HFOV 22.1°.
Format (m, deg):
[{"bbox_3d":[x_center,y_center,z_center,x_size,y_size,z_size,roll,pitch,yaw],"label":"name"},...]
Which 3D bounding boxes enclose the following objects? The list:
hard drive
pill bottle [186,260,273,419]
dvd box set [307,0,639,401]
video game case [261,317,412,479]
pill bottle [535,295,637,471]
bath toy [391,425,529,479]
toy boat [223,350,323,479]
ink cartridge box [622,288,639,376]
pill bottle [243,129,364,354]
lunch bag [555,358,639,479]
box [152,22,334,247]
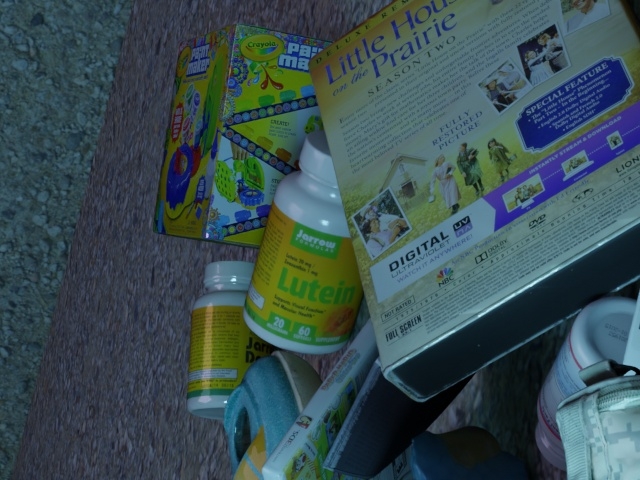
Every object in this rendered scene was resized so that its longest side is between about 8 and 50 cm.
[{"bbox_3d":[0.108,0.109,1.522,0.255,0.054,0.172,-39,-20,-46],"label":"hard drive"},{"bbox_3d":[-0.123,0.139,2.285,0.117,0.118,0.208,146,130,-65],"label":"pill bottle"},{"bbox_3d":[0.153,-0.096,1.437,0.308,0.062,0.420,-33,41,17],"label":"dvd box set"},{"bbox_3d":[0.022,0.215,1.570,0.206,0.026,0.227,-52,-32,-34],"label":"video game case"},{"bbox_3d":[0.226,0.122,1.327,0.160,0.087,0.087,104,164,-53],"label":"pill bottle"},{"bbox_3d":[0.086,0.330,1.597,0.151,0.129,0.348,-99,25,-47],"label":"bath toy"},{"bbox_3d":[-0.072,0.305,1.932,0.267,0.148,0.318,-112,32,-51],"label":"toy boat"},{"bbox_3d":[0.267,0.053,1.154,0.165,0.065,0.332,-5,-72,-65],"label":"ink cartridge box"},{"bbox_3d":[0.000,0.000,1.957,0.136,0.136,0.245,-118,40,-60],"label":"pill bottle"},{"bbox_3d":[0.259,0.230,0.950,0.212,0.256,0.305,138,136,-62],"label":"lunch bag"},{"bbox_3d":[-0.091,-0.130,2.212,0.290,0.177,0.279,-176,95,-71],"label":"box"}]
